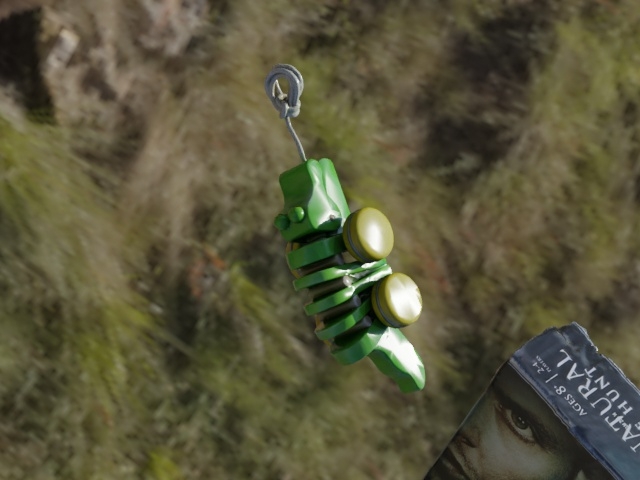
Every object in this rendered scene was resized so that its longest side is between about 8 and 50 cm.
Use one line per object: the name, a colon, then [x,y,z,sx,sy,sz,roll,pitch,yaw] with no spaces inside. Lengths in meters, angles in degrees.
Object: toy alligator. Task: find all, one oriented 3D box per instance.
toy alligator: [0.000,0.000,0.926,0.051,0.056,0.190,-27,93,-46]

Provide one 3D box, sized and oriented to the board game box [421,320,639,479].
board game box: [0.094,0.124,0.452,0.026,0.186,0.126,-29,158,-34]
